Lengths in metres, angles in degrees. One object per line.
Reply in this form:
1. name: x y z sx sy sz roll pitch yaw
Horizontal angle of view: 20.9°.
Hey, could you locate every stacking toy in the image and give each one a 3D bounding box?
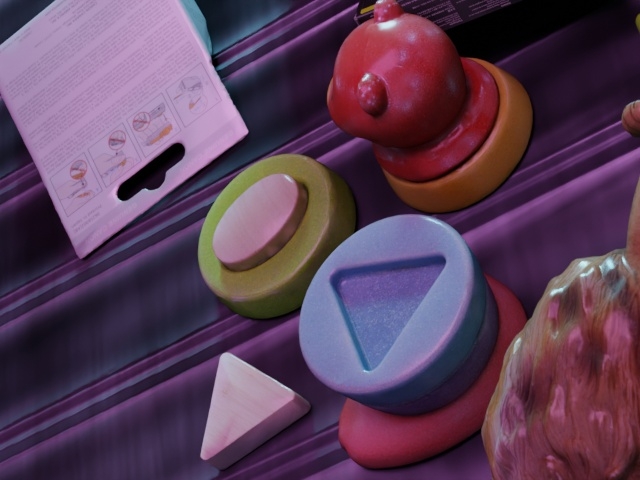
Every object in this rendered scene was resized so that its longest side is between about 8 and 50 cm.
1. stacking toy: 0.000 0.000 1.207 0.279 0.130 0.309 -19 51 27

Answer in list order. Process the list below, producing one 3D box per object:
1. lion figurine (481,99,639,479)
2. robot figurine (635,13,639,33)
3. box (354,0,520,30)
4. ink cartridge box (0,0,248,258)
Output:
1. lion figurine: 0.275 0.048 0.955 0.392 0.142 0.240 -5 67 31
2. robot figurine: 0.254 -0.142 1.144 0.101 0.067 0.115 -15 53 41
3. box: 0.128 -0.233 1.286 0.190 0.045 0.184 -19 36 28
4. ink cartridge box: -0.170 -0.120 1.494 0.189 0.066 0.232 -36 67 14
